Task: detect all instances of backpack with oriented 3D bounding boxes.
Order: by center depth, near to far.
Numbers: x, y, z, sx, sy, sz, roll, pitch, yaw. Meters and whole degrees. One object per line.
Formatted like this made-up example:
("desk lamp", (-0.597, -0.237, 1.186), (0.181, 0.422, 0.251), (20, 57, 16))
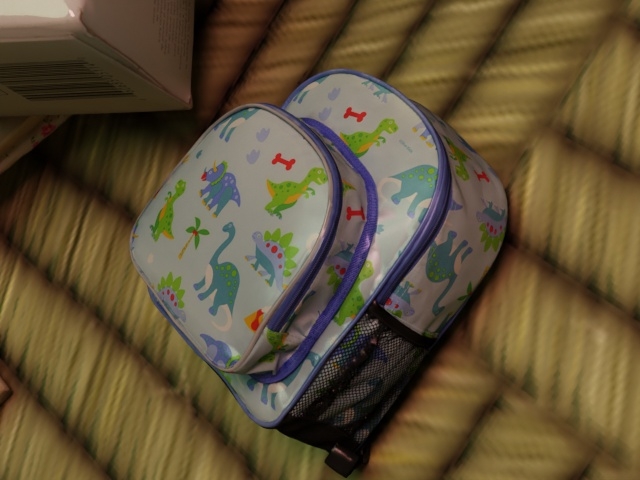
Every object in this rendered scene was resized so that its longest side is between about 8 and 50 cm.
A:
("backpack", (0.000, 0.000, 0.537), (0.114, 0.084, 0.105), (-51, 47, 7))

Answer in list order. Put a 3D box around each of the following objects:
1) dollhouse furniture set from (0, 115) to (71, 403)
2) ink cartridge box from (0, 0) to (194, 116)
("dollhouse furniture set", (-0.151, -0.127, 0.773), (0.303, 0.174, 0.355), (-40, 76, 4))
("ink cartridge box", (-0.193, -0.210, 0.638), (0.272, 0.130, 0.309), (-1, 81, 13))
